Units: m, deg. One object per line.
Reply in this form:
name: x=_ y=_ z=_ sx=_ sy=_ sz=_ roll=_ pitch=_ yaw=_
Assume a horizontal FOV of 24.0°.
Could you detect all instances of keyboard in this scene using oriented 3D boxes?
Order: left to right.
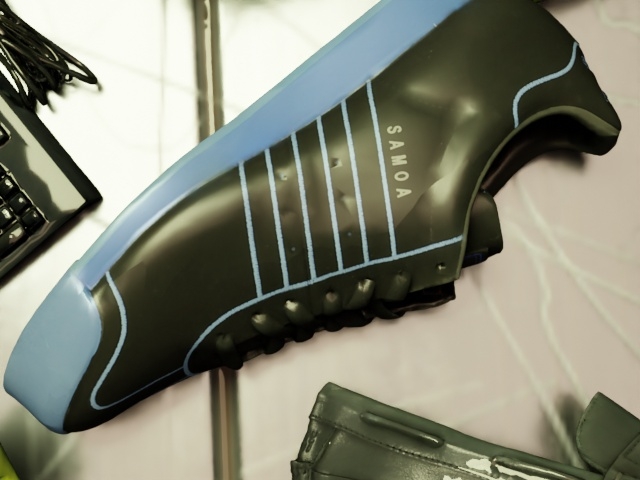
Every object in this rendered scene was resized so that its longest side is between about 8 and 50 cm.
keyboard: x=-0.161 y=-0.075 z=0.557 sx=0.100 sy=0.038 sz=0.192 roll=-41 pitch=86 yaw=-3

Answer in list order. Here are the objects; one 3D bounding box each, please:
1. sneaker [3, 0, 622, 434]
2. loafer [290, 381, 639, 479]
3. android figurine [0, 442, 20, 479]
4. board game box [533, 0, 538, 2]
sneaker: x=0.000 y=0.000 z=0.523 sx=0.232 sy=0.081 sz=0.090 roll=-42 pitch=78 yaw=-4
loafer: x=0.098 y=0.091 z=0.510 sx=0.223 sy=0.076 sz=0.078 roll=6 pitch=79 yaw=11
android figurine: x=-0.239 y=0.118 z=0.479 sx=0.273 sy=0.056 sz=0.248 roll=-37 pitch=63 yaw=-22
board game box: x=0.143 y=-0.164 z=0.555 sx=0.181 sy=0.043 sz=0.092 roll=-21 pitch=85 yaw=-1
